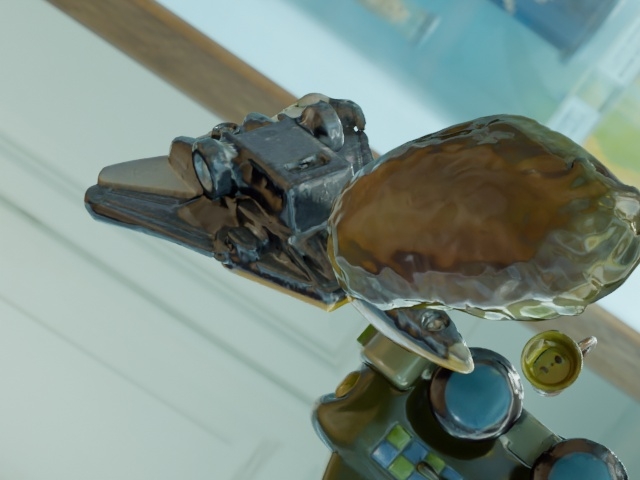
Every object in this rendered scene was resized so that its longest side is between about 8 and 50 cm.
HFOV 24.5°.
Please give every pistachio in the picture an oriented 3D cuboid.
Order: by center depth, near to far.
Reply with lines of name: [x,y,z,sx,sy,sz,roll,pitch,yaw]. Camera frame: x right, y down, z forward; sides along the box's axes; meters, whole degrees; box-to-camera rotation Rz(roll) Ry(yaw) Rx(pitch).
pistachio: [0.060,-0.015,0.642,0.173,0.049,0.089,2,-110,40]

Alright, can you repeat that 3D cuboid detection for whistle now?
whistle: [0.183,0.093,1.141,0.109,0.046,0.057,43,69,-75]

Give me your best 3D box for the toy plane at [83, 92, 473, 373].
toy plane: [-0.002,-0.011,0.881,0.204,0.103,0.316,-22,-154,-20]

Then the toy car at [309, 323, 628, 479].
toy car: [0.087,0.187,0.992,0.198,0.248,0.204,-50,174,-5]
